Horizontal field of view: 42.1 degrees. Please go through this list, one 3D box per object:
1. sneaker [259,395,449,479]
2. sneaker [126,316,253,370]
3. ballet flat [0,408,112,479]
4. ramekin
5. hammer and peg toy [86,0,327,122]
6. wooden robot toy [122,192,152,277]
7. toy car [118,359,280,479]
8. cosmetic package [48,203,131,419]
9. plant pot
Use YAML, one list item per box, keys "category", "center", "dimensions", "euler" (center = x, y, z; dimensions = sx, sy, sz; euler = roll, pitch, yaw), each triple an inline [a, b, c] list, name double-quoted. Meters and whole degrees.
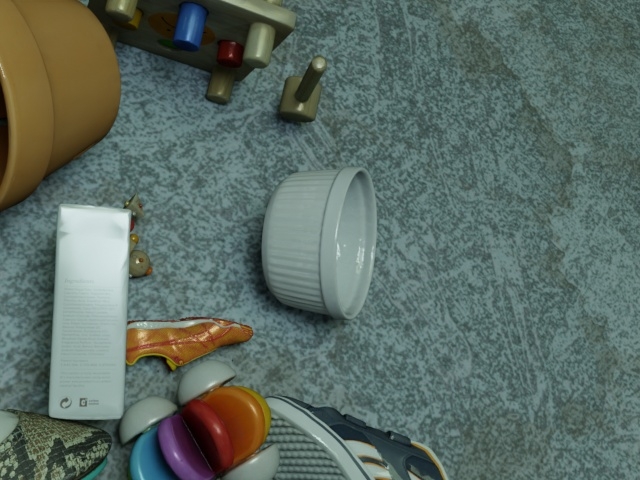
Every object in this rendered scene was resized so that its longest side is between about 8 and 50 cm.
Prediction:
- category: "sneaker"
  center: [0.055, 0.296, 1.047]
  dimensions: [0.321, 0.126, 0.127]
  euler: [41, 40, 5]
- category: "sneaker"
  center: [-0.170, 0.131, 1.061]
  dimensions: [0.175, 0.064, 0.067]
  euler: [-2, 86, -23]
- category: "ballet flat"
  center: [-0.421, 0.253, 0.769]
  dimensions: [0.483, 0.164, 0.182]
  euler: [-30, 108, -37]
- category: "ramekin"
  center: [0.000, 0.000, 1.124]
  dimensions: [0.109, 0.207, 0.207]
  euler: [5, 55, 18]
- category: "hammer and peg toy"
  center: [-0.138, -0.291, 1.161]
  dimensions: [0.361, 0.266, 0.127]
  euler: [15, 78, -19]
- category: "wooden robot toy"
  center: [-0.249, 0.024, 1.062]
  dimensions: [0.079, 0.076, 0.173]
  euler: [37, 54, -20]
- category: "toy car"
  center: [-0.141, 0.233, 0.947]
  dimensions: [0.182, 0.136, 0.159]
  euler: [-31, 82, -6]
- category: "cosmetic package"
  center: [-0.261, 0.079, 0.947]
  dimensions: [0.085, 0.117, 0.231]
  euler: [4, 86, -16]
- category: "plant pot"
  center: [-0.381, -0.188, 0.988]
  dimensions: [0.291, 0.291, 0.203]
  euler: [53, 38, 5]
